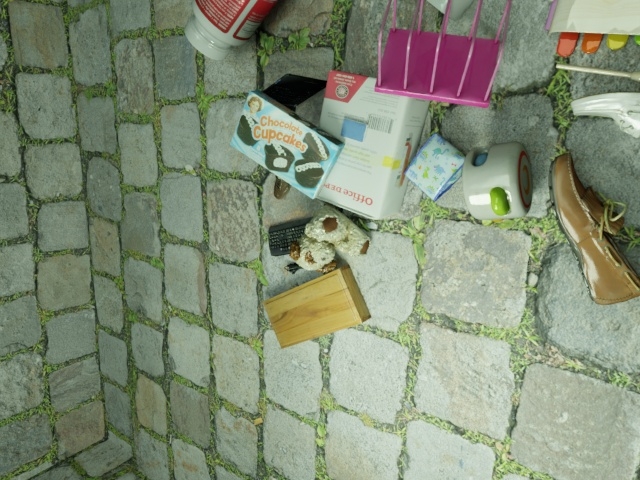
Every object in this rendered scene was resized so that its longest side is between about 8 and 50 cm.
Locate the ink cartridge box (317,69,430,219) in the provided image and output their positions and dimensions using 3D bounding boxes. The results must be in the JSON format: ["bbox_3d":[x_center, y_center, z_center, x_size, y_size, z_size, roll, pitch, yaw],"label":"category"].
[{"bbox_3d":[0.139,-0.293,1.370,0.279,0.160,0.384,24,113,30],"label":"ink cartridge box"}]

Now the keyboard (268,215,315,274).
[{"bbox_3d":[-0.070,0.023,1.671,0.317,0.033,0.201,-11,93,38],"label":"keyboard"}]

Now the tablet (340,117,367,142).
[{"bbox_3d":[0.096,-0.317,1.290,0.083,0.006,0.054,26,114,31],"label":"tablet"}]

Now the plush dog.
[{"bbox_3d":[0.000,0.000,1.490,0.225,0.262,0.210,-51,44,11],"label":"plush dog"}]

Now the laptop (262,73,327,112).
[{"bbox_3d":[-0.106,-0.414,1.478,0.264,0.234,0.136,-20,88,37],"label":"laptop"}]

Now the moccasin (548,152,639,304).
[{"bbox_3d":[0.655,-0.033,1.061,0.147,0.139,0.380,-24,85,36],"label":"moccasin"}]

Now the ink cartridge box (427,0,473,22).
[{"bbox_3d":[0.320,-0.688,1.175,0.176,0.128,0.127,48,123,19],"label":"ink cartridge box"}]

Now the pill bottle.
[{"bbox_3d":[-0.289,-0.828,1.529,0.408,0.229,0.229,-37,77,35],"label":"pill bottle"}]

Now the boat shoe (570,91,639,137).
[{"bbox_3d":[0.708,-0.278,0.997,0.277,0.098,0.096,10,105,33],"label":"boat shoe"}]

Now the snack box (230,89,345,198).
[{"bbox_3d":[-0.106,-0.292,1.360,0.322,0.060,0.187,34,120,9],"label":"snack box"}]

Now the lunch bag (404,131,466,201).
[{"bbox_3d":[0.333,-0.207,1.284,0.129,0.096,0.151,47,109,20],"label":"lunch bag"}]

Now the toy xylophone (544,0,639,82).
[{"bbox_3d":[0.660,-0.483,0.998,0.323,0.081,0.236,29,115,28],"label":"toy xylophone"}]

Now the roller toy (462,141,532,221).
[{"bbox_3d":[0.451,-0.149,1.155,0.146,0.209,0.191,-3,85,37],"label":"roller toy"}]

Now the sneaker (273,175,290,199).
[{"bbox_3d":[-0.142,-0.233,1.643,0.066,0.071,0.188,38,119,24],"label":"sneaker"}]

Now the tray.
[{"bbox_3d":[-0.027,0.255,1.662,0.411,0.076,0.203,-27,83,38],"label":"tray"}]

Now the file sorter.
[{"bbox_3d":[0.296,-0.483,1.099,0.291,0.182,0.202,12,72,11],"label":"file sorter"}]
